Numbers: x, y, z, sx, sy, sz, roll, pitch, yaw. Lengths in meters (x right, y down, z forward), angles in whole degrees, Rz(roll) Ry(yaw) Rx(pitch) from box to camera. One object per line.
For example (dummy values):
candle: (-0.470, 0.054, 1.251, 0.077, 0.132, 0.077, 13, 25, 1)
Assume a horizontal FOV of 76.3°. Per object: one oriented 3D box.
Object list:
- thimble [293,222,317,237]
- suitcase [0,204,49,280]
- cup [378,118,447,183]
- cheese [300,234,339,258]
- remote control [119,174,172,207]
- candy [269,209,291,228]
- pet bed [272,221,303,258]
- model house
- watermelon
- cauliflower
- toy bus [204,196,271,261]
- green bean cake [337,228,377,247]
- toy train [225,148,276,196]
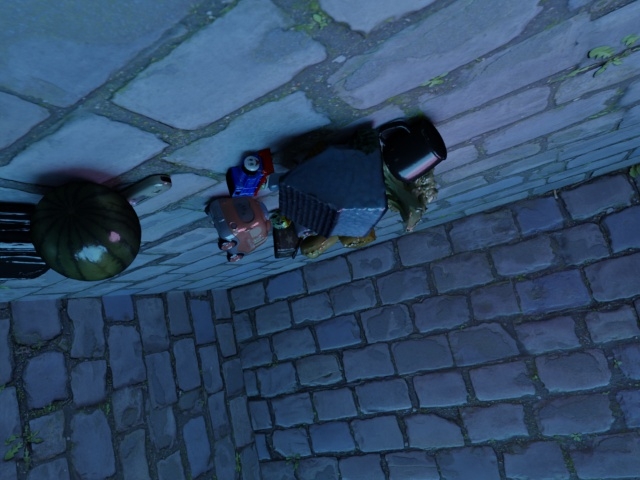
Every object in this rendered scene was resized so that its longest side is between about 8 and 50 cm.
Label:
thimble: (-0.066, -0.086, 2.009, 0.128, 0.117, 0.151, -10, 168, -18)
suitcase: (-1.004, 0.005, 1.264, 0.340, 0.188, 0.345, -27, 162, 34)
cup: (0.286, -0.298, 1.294, 0.177, 0.169, 0.223, -26, 133, 35)
cheese: (0.000, 0.000, 2.247, 0.260, 0.128, 0.316, -35, -171, 36)
remote control: (-0.562, -0.151, 1.291, 0.222, 0.042, 0.078, -18, 167, 25)
candy: (-0.287, -0.085, 1.886, 0.306, 0.091, 0.083, -7, 180, 4)
pet bed: (-0.167, -0.003, 2.163, 0.160, 0.183, 0.211, -5, 166, -10)
model house: (0.002, -0.167, 1.319, 0.340, 0.296, 0.360, -4, 167, -7)
watermelon: (-0.677, -0.019, 1.201, 0.279, 0.278, 0.359, -9, 158, -19)
cauliflower: (0.341, -0.199, 1.547, 0.327, 0.281, 0.260, 16, 113, -41)
toy bus: (-0.310, -0.057, 1.622, 0.232, 0.193, 0.287, -20, 156, -8)
green bean cake: (0.169, -0.078, 2.051, 0.131, 0.229, 0.224, -27, 166, 31)
toy train: (-0.220, -0.209, 1.299, 0.131, 0.082, 0.204, -6, 167, -23)
